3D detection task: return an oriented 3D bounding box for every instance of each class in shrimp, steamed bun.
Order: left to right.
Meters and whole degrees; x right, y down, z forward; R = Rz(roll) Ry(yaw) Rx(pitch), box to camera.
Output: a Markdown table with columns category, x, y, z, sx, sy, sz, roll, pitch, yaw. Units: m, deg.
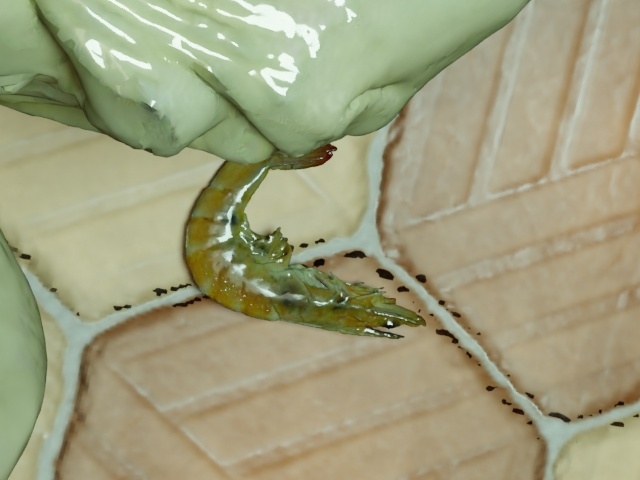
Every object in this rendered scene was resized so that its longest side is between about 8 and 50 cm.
| category | x | y | z | sx | sy | sz | roll | pitch | yaw |
| --- | --- | --- | --- | --- | --- | --- | --- | --- | --- |
| steamed bun | -0.078 | -0.153 | 0.668 | 0.320 | 0.206 | 0.275 | 40 | 74 | -11 |
| shrimp | 0.000 | 0.000 | 0.787 | 0.114 | 0.023 | 0.083 | 19 | 91 | -7 |

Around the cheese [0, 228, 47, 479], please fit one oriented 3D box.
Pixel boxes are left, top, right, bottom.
| category | x | y | z | sx | sy | sz | roll | pitch | yaw |
| --- | --- | --- | --- | --- | --- | --- | --- | --- | --- |
| cheese | -0.292 | 0.053 | 0.692 | 0.328 | 0.129 | 0.351 | -39 | 102 | -1 |
